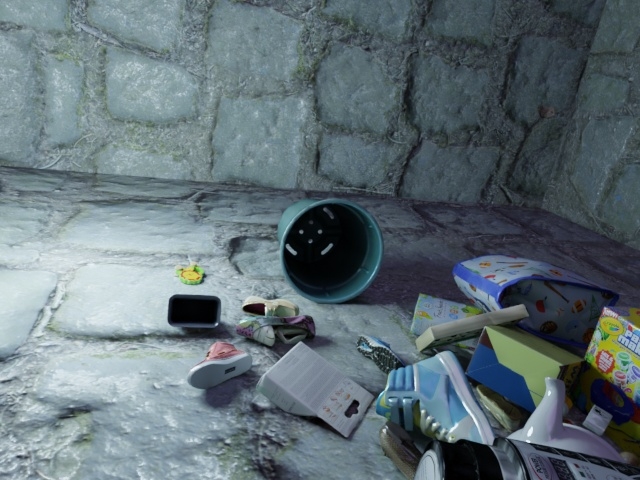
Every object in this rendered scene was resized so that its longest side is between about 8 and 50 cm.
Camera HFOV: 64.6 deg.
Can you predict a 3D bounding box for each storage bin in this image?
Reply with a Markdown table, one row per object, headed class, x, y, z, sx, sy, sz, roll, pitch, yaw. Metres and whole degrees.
| class | x | y | z | sx | sy | sz | roll | pitch | yaw |
| --- | --- | --- | --- | --- | --- | --- | --- | --- | --- |
| storage bin | -0.339 | 0.194 | 1.356 | 0.135 | 0.098 | 0.091 | 4 | -8 | -15 |

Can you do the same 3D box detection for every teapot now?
| class | x | y | z | sx | sy | sz | roll | pitch | yaw |
| --- | --- | --- | --- | --- | --- | --- | --- | --- | --- |
| teapot | 0.421 | 0.403 | 0.838 | 0.187 | 0.256 | 0.252 | -33 | 54 | -28 |

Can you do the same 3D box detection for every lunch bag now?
| class | x | y | z | sx | sy | sz | roll | pitch | yaw |
| --- | --- | --- | --- | --- | --- | --- | --- | --- | --- |
| lunch bag | 0.650 | 0.176 | 1.614 | 0.386 | 0.238 | 0.328 | 15 | 8 | -13 |

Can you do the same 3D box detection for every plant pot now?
| class | x | y | z | sx | sy | sz | roll | pitch | yaw |
| --- | --- | --- | --- | --- | --- | --- | --- | --- | --- |
| plant pot | 0.000 | 0.000 | 1.743 | 0.341 | 0.341 | 0.334 | 4 | 12 | -16 |

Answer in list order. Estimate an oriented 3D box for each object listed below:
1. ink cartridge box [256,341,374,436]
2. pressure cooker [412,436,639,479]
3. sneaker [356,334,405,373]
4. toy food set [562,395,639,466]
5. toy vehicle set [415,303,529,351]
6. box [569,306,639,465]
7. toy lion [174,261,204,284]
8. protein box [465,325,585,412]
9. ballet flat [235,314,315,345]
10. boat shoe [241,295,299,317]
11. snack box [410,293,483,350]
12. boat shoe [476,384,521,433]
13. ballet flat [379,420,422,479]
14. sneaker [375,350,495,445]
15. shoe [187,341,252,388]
| class | x | y | z | sx | sy | sz | roll | pitch | yaw |
| --- | --- | --- | --- | --- | --- | --- | --- | --- | --- |
| ink cartridge box | -0.008 | 0.347 | 1.158 | 0.225 | 0.056 | 0.181 | 35 | 26 | 14 |
| pressure cooker | 0.217 | 0.423 | 0.542 | 0.421 | 0.369 | 0.375 | 12 | 51 | 9 |
| sneaker | 0.171 | 0.294 | 1.345 | 0.073 | 0.063 | 0.162 | -1 | 22 | -37 |
| toy food set | 0.582 | 0.434 | 1.065 | 0.232 | 0.111 | 0.105 | 32 | 29 | 31 |
| toy vehicle set | 0.406 | 0.241 | 1.380 | 0.267 | 0.035 | 0.166 | -12 | -22 | -8 |
| box | 0.786 | 0.344 | 1.175 | 0.177 | 0.279 | 0.290 | 4 | 19 | -16 |
| toy lion | -0.417 | 0.110 | 1.636 | 0.096 | 0.034 | 0.100 | 29 | 25 | 28 |
| protein box | 0.514 | 0.317 | 1.269 | 0.200 | 0.135 | 0.201 | 26 | 10 | 40 |
| ballet flat | -0.112 | 0.243 | 1.353 | 0.222 | 0.076 | 0.079 | 1 | 40 | -25 |
| boat shoe | -0.147 | 0.203 | 1.460 | 0.170 | 0.063 | 0.059 | 5 | 20 | 16 |
| snack box | 0.394 | 0.249 | 1.571 | 0.207 | 0.070 | 0.174 | 12 | 20 | 12 |
| boat shoe | 0.423 | 0.399 | 1.213 | 0.056 | 0.048 | 0.153 | -2 | 15 | -17 |
| ballet flat | 0.188 | 0.445 | 0.950 | 0.084 | 0.058 | 0.250 | 22 | 13 | -41 |
| sneaker | 0.233 | 0.389 | 1.055 | 0.208 | 0.127 | 0.319 | -12 | 36 | -3 |
| shoe | -0.248 | 0.286 | 1.170 | 0.081 | 0.063 | 0.178 | 23 | 18 | 37 |
